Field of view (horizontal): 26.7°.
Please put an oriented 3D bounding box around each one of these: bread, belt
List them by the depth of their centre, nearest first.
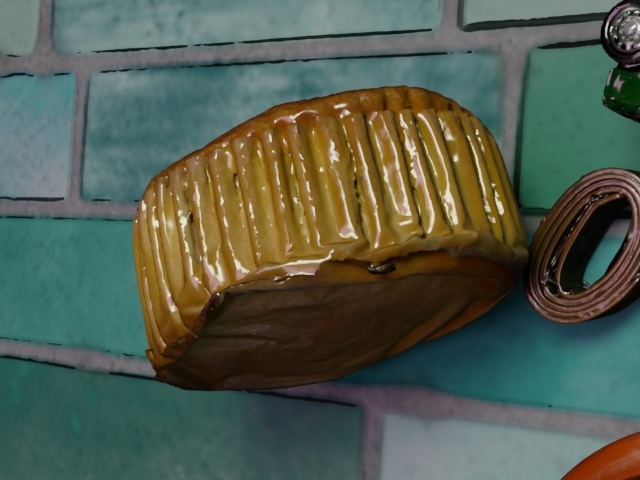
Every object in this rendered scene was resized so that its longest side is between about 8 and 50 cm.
[{"bbox_3d":[0.138,0.004,0.660,0.059,0.036,0.083,40,110,25],"label":"belt"},{"bbox_3d":[0.001,0.000,0.664,0.199,0.199,0.104,-25,69,33],"label":"bread"}]

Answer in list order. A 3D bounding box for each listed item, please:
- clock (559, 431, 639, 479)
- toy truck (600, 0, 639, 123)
[{"bbox_3d":[0.177,0.185,0.607,0.205,0.051,0.205,-4,83,37],"label":"clock"},{"bbox_3d":[0.217,-0.161,0.582,0.121,0.088,0.259,23,99,36],"label":"toy truck"}]
